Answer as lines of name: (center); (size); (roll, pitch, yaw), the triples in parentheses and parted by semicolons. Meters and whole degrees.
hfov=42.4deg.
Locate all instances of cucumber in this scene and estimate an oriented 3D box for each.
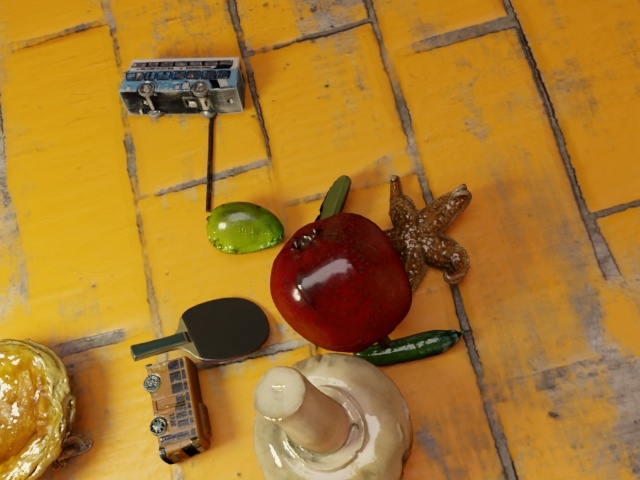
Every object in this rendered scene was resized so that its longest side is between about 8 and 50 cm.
cucumber: (0.193, 0.225, 1.725); (0.250, 0.056, 0.056); (-13, 66, 5)

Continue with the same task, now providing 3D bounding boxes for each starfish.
starfish: (0.185, -0.013, 1.801); (0.303, 0.113, 0.312); (-6, 69, 7)

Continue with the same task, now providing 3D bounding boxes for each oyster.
oyster: (-0.532, 0.449, 1.763); (0.083, 0.038, 0.080); (5, 92, -19)

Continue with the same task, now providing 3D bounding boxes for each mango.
mango: (-0.170, -0.027, 1.869); (0.178, 0.100, 0.119); (6, 104, 2)

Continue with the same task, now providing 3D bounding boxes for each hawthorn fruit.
hawthorn fruit: (0.055, 0.099, 1.647); (0.265, 0.265, 0.307); (-47, 110, -12)

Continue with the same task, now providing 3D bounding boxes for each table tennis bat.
table tennis bat: (-0.253, 0.202, 1.756); (0.301, 0.022, 0.173); (-15, 48, -23)

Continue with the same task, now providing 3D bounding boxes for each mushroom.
mushroom: (-0.006, 0.363, 1.595); (0.356, 0.315, 0.315); (25, 69, -18)

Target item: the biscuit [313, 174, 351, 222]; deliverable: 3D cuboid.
biscuit: (0.000, 0.000, 1.837); (0.038, 0.099, 0.322); (27, 69, -16)

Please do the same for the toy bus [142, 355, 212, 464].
toy bus: (-0.295, 0.354, 1.722); (0.114, 0.098, 0.201); (-15, 63, 0)

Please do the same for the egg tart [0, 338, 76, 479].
egg tart: (-0.664, 0.380, 1.736); (0.352, 0.150, 0.351); (-6, 62, 11)

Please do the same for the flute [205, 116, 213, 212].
flute: (-0.268, -0.189, 1.997); (0.014, 0.014, 0.269); (-4, 66, 7)

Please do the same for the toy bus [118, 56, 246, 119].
toy bus: (-0.336, -0.379, 2.038); (0.297, 0.106, 0.131); (1, 58, 9)
